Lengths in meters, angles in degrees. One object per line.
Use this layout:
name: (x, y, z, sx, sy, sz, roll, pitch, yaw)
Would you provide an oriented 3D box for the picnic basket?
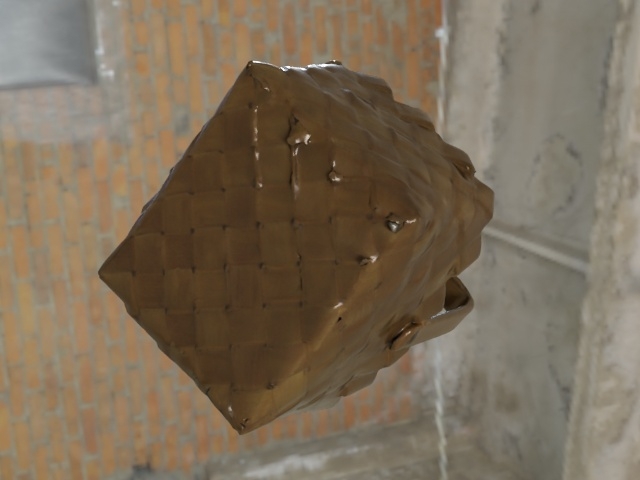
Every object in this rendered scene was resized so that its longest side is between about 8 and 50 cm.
picnic basket: (0.000, 0.000, 1.042, 0.254, 0.321, 0.291, 45, -70, 15)
